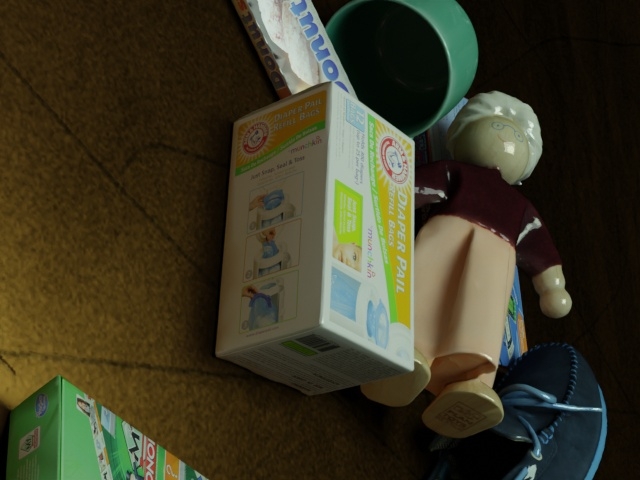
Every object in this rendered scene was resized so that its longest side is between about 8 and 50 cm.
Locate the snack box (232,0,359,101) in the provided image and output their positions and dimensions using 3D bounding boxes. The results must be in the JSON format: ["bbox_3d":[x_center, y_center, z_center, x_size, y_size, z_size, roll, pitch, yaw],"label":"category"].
[{"bbox_3d":[-0.030,-0.179,1.017,0.064,0.022,0.178,-35,104,-35],"label":"snack box"}]

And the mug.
[{"bbox_3d":[0.067,-0.156,1.079,0.129,0.158,0.097,44,36,3],"label":"mug"}]

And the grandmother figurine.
[{"bbox_3d":[0.136,0.002,1.056,0.208,0.104,0.342,33,49,-20],"label":"grandmother figurine"}]

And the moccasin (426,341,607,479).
[{"bbox_3d":[0.156,0.187,1.024,0.117,0.138,0.342,54,38,-17],"label":"moccasin"}]

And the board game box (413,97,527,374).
[{"bbox_3d":[0.145,-0.013,1.190,0.145,0.027,0.281,18,61,-47],"label":"board game box"}]

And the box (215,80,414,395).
[{"bbox_3d":[0.000,0.000,0.921,0.114,0.103,0.203,30,53,-44],"label":"box"}]

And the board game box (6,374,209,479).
[{"bbox_3d":[-0.081,0.244,0.646,0.213,0.046,0.317,43,20,-34],"label":"board game box"}]
